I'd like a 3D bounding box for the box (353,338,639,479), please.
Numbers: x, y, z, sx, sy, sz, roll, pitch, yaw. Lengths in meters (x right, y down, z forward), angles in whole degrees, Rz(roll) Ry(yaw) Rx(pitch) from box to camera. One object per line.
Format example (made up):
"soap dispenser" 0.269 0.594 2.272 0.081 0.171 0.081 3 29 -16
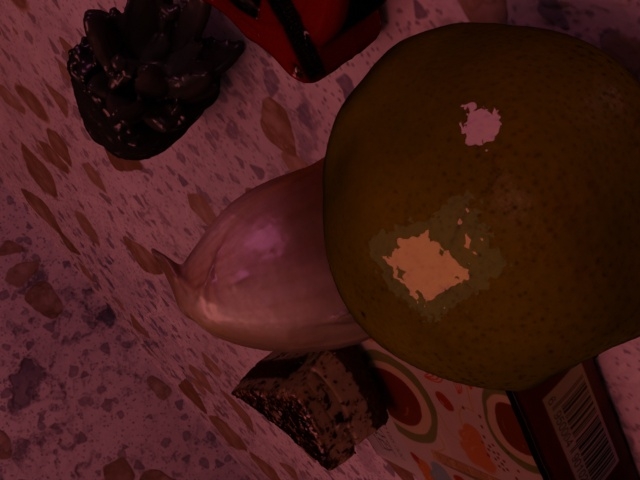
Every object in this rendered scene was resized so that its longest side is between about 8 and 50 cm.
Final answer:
"box" 0.166 0.176 1.165 0.385 0.122 0.344 16 139 52

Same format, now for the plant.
"plant" -0.228 -0.211 1.205 0.181 0.194 0.321 47 159 -1

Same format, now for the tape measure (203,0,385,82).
"tape measure" -0.043 -0.289 0.865 0.253 0.114 0.260 43 155 15

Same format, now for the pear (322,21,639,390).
"pear" 0.138 -0.022 0.747 0.294 0.294 0.294 39 154 24

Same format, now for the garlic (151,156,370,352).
"garlic" 0.000 0.000 0.975 0.286 0.313 0.249 17 150 55

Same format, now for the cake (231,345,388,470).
"cake" -0.035 0.172 1.226 0.246 0.112 0.135 27 144 49
